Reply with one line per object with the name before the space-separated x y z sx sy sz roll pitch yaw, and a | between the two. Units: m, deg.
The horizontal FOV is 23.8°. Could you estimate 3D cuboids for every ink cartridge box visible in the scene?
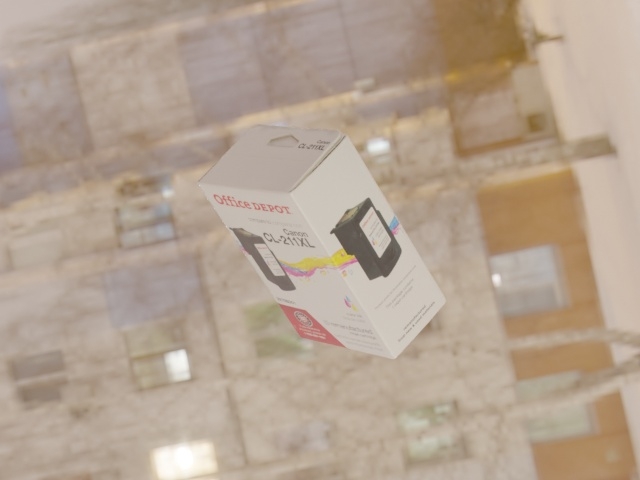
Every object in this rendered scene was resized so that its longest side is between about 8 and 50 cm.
ink cartridge box | 0.000 0.000 1.201 0.127 0.072 0.175 9 139 52
